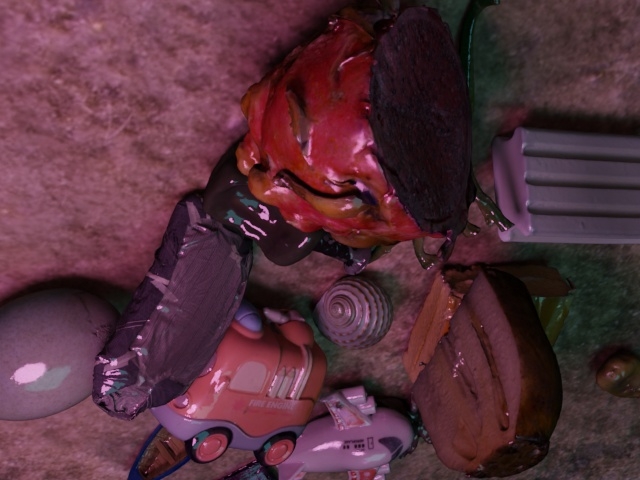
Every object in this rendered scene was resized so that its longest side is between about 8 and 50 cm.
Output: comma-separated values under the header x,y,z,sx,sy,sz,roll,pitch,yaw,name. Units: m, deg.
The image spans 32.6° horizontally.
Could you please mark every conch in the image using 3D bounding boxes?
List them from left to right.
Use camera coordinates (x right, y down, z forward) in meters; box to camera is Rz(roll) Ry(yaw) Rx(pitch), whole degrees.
x,y,z,sx,sy,sz,roll,pitch,yaw,name
0.055,0.124,1.730,0.135,0.102,0.153,-26,140,24,conch

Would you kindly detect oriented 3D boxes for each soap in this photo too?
x,y,z,sx,sy,sz,roll,pitch,yaw,name
0.391,-0.078,1.626,0.265,0.160,0.087,1,171,-24,soap

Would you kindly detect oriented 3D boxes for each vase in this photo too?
x,y,z,sx,sy,sz,roll,pitch,yaw,name
0.000,0.000,1.609,0.167,0.059,0.059,24,120,-39,vase

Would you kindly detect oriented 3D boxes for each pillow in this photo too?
x,y,z,sx,sy,sz,roll,pitch,yaw,name
-0.198,0.094,1.501,0.161,0.092,0.335,36,76,-37,pillow

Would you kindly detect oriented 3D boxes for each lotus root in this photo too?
x,y,z,sx,sy,sz,roll,pitch,yaw,name
0.282,0.227,1.655,0.149,0.260,0.267,9,123,-24,lotus root

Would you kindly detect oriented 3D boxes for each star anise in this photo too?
x,y,z,sx,sy,sz,roll,pitch,yaw,name
0.171,0.325,2.001,0.195,0.065,0.182,26,113,-31,star anise

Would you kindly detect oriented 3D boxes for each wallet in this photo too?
x,y,z,sx,sy,sz,roll,pitch,yaw,name
-0.117,0.486,2.017,0.111,0.030,0.166,-30,112,5,wallet

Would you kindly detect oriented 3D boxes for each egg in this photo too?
x,y,z,sx,sy,sz,roll,pitch,yaw,name
-0.383,0.156,1.512,0.236,0.169,0.169,-28,138,-11,egg

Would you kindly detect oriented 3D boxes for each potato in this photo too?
x,y,z,sx,sy,sz,roll,pitch,yaw,name
0.583,0.260,2.111,0.091,0.070,0.138,-38,134,22,potato

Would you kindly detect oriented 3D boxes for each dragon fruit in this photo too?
x,y,z,sx,sy,sz,roll,pitch,yaw,name
0.019,-0.123,1.338,0.263,0.314,0.296,-2,179,32,dragon fruit

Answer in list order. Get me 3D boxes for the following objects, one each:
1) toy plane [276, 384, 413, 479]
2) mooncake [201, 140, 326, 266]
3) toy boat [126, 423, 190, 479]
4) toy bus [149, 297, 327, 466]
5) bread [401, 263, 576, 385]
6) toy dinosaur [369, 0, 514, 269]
x,y,z,sx,sy,sz,roll,pitch,yaw,name
0.040,0.360,1.921,0.252,0.118,0.252,-3,120,-5,toy plane
-0.072,-0.046,1.456,0.104,0.175,0.168,-47,159,23,mooncake
-0.249,0.345,1.839,0.229,0.080,0.046,-47,167,22,toy boat
-0.121,0.199,1.658,0.287,0.194,0.232,17,113,-43,toy bus
0.277,0.147,1.836,0.239,0.111,0.246,-1,131,-23,bread
0.141,-0.121,1.550,0.447,0.087,0.301,-29,104,35,toy dinosaur
